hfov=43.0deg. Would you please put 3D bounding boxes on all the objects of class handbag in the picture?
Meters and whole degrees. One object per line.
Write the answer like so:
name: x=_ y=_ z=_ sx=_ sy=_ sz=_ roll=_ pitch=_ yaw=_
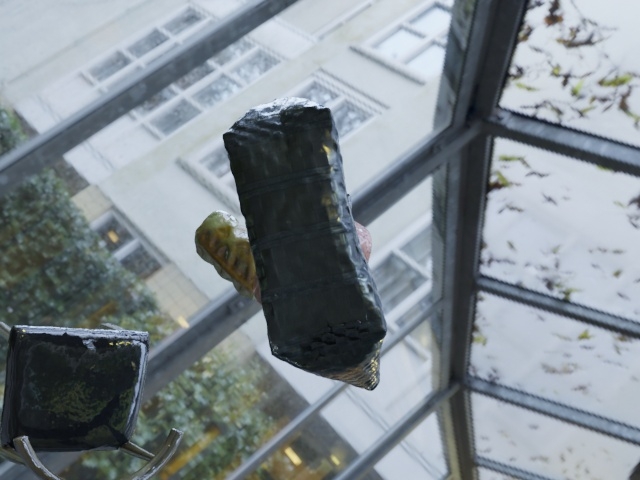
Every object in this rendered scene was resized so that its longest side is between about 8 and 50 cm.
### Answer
handbag: x=0.000 y=0.000 z=0.681 sx=0.175 sy=0.089 sz=0.270 roll=25 pitch=51 yaw=-79

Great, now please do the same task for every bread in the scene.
bread: x=-0.189 y=0.030 z=1.739 sx=0.232 sy=0.088 sz=0.128 roll=41 pitch=-63 yaw=34

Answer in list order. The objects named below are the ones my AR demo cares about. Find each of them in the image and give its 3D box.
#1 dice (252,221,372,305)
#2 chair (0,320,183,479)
dice: x=-0.013 y=0.036 z=1.441 sx=0.175 sy=0.173 sz=0.179 roll=17 pitch=20 yaw=-5
chair: x=-0.297 y=0.187 z=0.979 sx=0.272 sy=0.188 sz=0.166 roll=7 pitch=-90 yaw=56
